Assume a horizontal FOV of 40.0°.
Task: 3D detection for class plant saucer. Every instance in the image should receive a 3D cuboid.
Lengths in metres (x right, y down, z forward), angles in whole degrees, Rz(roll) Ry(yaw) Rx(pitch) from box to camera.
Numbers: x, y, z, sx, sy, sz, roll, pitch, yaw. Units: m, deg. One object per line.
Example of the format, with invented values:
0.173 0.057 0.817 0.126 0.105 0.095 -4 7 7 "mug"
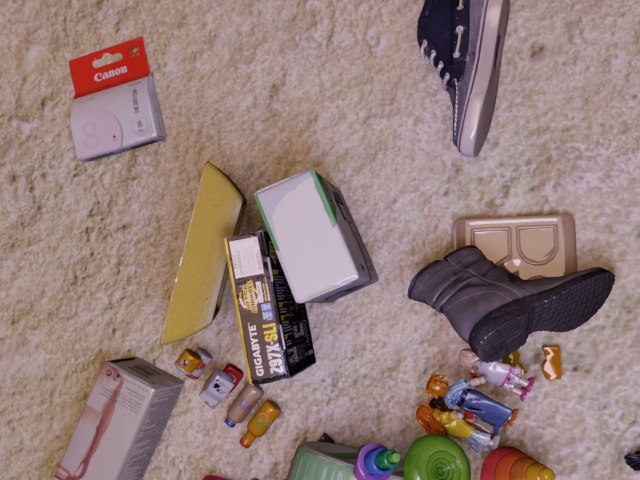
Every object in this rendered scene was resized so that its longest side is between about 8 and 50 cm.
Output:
-0.208 0.026 1.669 0.081 0.333 0.332 15 91 -3 "plant saucer"

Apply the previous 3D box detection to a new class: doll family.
0.260 0.301 1.578 0.163 0.118 0.263 25 135 7 "doll family"

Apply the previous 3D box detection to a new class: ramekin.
0.073 0.470 1.591 0.303 0.303 0.148 13 84 13 "ramekin"

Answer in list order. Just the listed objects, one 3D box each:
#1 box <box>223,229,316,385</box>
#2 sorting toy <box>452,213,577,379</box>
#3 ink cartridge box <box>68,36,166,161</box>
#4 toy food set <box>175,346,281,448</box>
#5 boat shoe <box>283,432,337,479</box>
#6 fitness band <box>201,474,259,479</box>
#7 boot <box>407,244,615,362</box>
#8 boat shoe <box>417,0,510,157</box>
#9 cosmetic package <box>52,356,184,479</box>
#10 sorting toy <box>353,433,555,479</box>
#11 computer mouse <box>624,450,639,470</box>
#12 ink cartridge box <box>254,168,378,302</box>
-0.086 0.121 1.624 0.079 0.322 0.257 -13 86 7 "box"
0.371 0.108 1.666 0.229 0.041 0.307 -2 87 9 "sorting toy"
-0.445 -0.301 1.865 0.189 0.066 0.232 -15 89 13 "ink cartridge box"
-0.203 0.306 1.745 0.232 0.111 0.104 34 97 -19 "toy food set"
-0.026 0.436 1.738 0.133 0.049 0.042 -44 83 1 "boat shoe"
-0.106 0.537 1.671 0.291 0.209 0.054 30 96 13 "fitness band"
0.343 0.073 1.578 0.223 0.338 0.118 45 140 44 "boot"
0.256 -0.330 1.675 0.158 0.127 0.340 9 82 20 "boat shoe"
-0.412 0.397 1.780 0.129 0.153 0.296 24 92 15 "cosmetic package"
0.241 0.381 1.454 0.366 0.126 0.127 12 67 -20 "sorting toy"
0.682 0.436 1.527 0.272 0.188 0.072 36 76 4 "computer mouse"
0.000 0.000 1.628 0.122 0.289 0.211 -24 83 8 "ink cartridge box"
